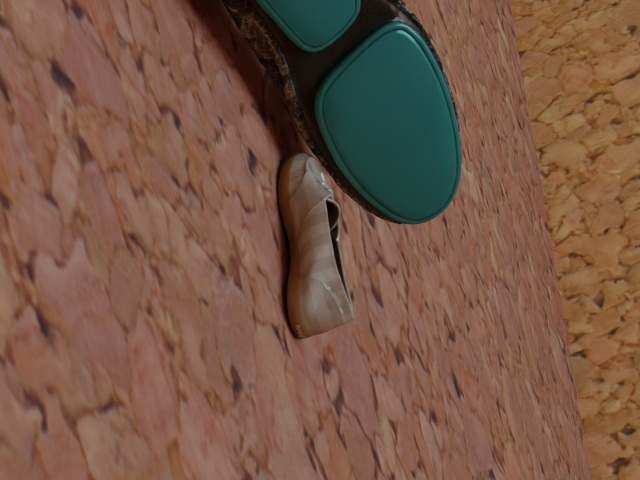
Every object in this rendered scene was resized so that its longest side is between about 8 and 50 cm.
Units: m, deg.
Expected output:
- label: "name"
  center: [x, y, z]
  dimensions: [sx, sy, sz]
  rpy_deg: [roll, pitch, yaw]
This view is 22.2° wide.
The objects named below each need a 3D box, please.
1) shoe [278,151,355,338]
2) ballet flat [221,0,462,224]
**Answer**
- label: "shoe"
  center: [0.000, 0.000, 1.561]
  dimensions: [0.076, 0.058, 0.219]
  rpy_deg: [59, 22, -47]
- label: "ballet flat"
  center: [-0.004, -0.211, 1.596]
  dimensions: [0.182, 0.164, 0.483]
  rpy_deg: [46, -5, 45]
